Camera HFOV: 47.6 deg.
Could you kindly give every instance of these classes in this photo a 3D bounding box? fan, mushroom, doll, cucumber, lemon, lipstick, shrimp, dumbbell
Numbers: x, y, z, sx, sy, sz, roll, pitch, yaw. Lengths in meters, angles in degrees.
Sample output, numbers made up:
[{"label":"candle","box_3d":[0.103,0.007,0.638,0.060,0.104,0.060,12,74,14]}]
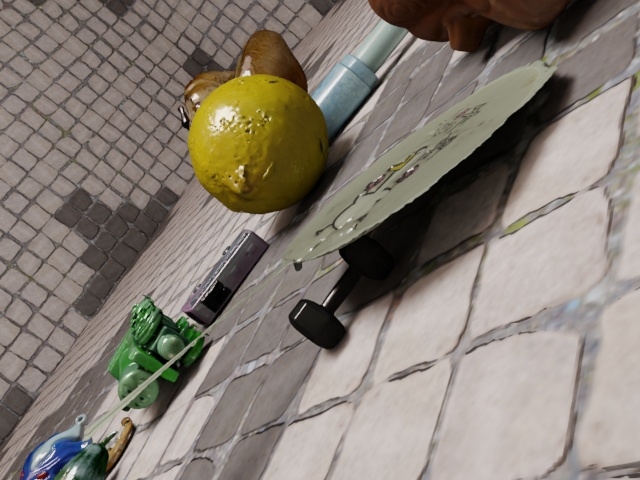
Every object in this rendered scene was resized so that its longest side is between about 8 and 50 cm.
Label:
[{"label":"fan","box_3d":[0.001,0.001,0.519,0.415,0.012,0.233,-40,8,-9]},{"label":"mushroom","box_3d":[-0.139,-0.252,1.372,0.283,0.195,0.263,-42,-4,-44]},{"label":"doll","box_3d":[-0.345,0.305,0.917,0.096,0.070,0.195,-6,41,28]},{"label":"cucumber","box_3d":[-0.271,0.295,0.719,0.056,0.056,0.250,-33,25,52]},{"label":"lemon","box_3d":[-0.075,-0.115,0.886,0.173,0.173,0.206,-45,24,25]},{"label":"lipstick","box_3d":[0.057,-0.237,0.990,0.274,0.061,0.068,-51,12,7]},{"label":"shrimp","box_3d":[-0.254,0.246,0.858,0.114,0.023,0.083,-28,24,47]},{"label":"dumbbell","box_3d":[0.015,0.034,0.504,0.083,0.036,0.040,-53,12,-6]}]

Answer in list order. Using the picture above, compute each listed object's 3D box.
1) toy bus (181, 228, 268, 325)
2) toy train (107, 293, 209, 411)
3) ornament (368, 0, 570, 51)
[{"label":"toy bus","box_3d":[-0.117,0.046,0.895,0.130,0.037,0.052,-53,19,-12]},{"label":"toy train","box_3d":[-0.208,0.136,0.877,0.119,0.085,0.251,-59,13,-8]},{"label":"ornament","box_3d":[0.130,-0.268,0.602,0.235,0.221,0.217,-12,6,-8]}]
